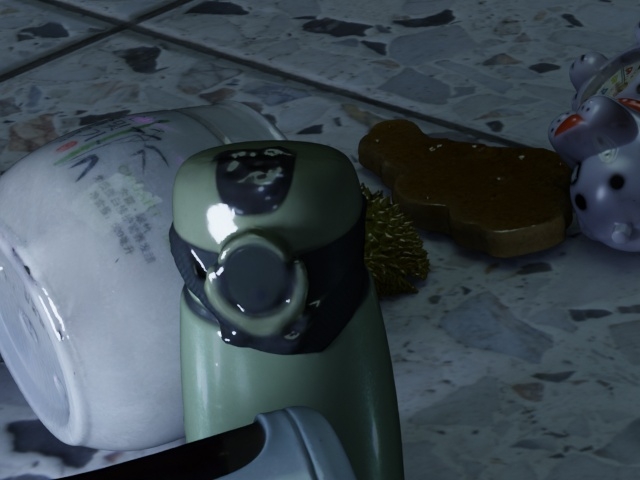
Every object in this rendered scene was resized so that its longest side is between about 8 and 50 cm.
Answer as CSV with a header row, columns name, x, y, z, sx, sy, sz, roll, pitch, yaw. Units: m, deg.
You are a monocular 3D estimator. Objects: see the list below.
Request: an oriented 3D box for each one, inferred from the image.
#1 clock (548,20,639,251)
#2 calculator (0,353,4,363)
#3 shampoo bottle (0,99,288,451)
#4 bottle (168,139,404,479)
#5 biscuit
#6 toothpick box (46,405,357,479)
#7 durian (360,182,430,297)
name,x,y,z,sx,sy,sz,roll,pitch,yaw
clock,0.315,-0.088,1.758,0.188,0.189,0.254,8,38,23
calculator,-0.348,0.010,1.636,0.161,0.021,0.262,-8,52,-52
shampoo bottle,-0.140,0.026,1.483,0.266,0.273,0.273,-27,35,-25
bottle,-0.028,0.081,1.294,0.168,0.347,0.168,-5,30,3
biscuit,0.151,-0.061,1.839,0.183,0.047,0.319,-24,33,-34
toothpick box,-0.141,0.266,1.112,0.354,0.263,0.263,-11,29,-10
durian,0.000,0.000,1.684,0.208,0.102,0.146,-19,43,-26
